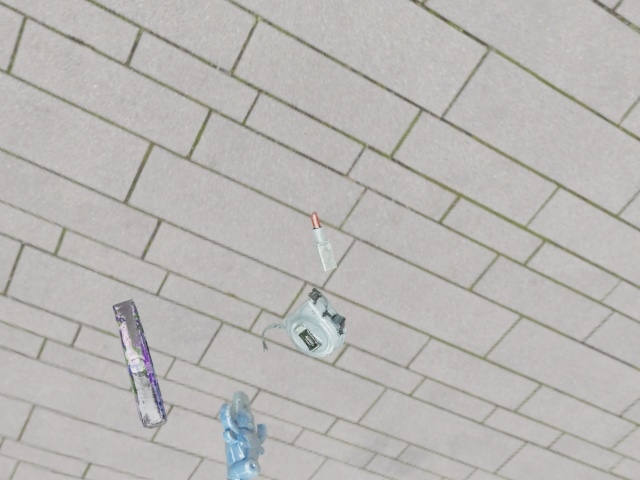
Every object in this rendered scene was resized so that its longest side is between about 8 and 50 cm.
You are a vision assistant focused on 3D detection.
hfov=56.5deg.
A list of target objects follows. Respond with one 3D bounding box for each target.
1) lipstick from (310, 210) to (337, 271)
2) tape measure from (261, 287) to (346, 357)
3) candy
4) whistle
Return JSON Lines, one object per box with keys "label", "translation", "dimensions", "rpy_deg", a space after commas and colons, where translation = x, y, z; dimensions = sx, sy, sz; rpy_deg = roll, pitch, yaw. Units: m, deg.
{"label": "lipstick", "translation": [0.001, -0.001, 1.253], "dimensions": [0.030, 0.030, 0.129], "rpy_deg": [-19, 101, -16]}
{"label": "tape measure", "translation": [-0.062, 0.258, 1.513], "dimensions": [0.164, 0.084, 0.330], "rpy_deg": [47, 130, 5]}
{"label": "candy", "translation": [-0.437, 0.296, 1.435], "dimensions": [0.061, 0.312, 0.088], "rpy_deg": [-15, 161, -19]}
{"label": "whistle", "translation": [-0.208, 0.528, 1.595], "dimensions": [0.093, 0.268, 0.180], "rpy_deg": [-26, 136, 20]}
